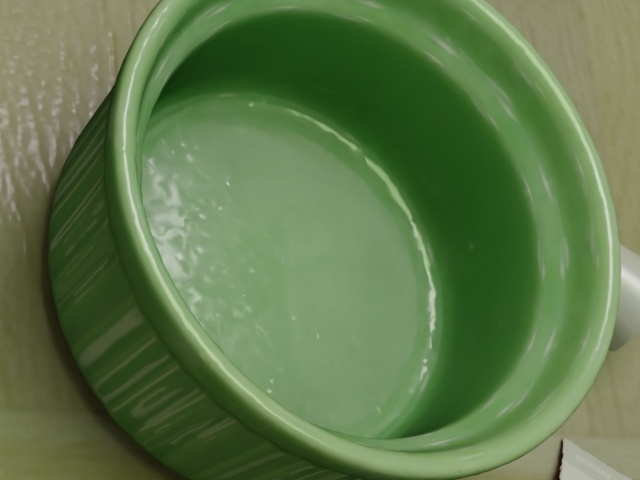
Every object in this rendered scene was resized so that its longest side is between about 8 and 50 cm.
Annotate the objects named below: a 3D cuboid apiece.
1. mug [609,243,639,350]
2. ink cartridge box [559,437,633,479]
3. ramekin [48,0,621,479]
[{"bbox_3d":[0.182,0.028,1.109,0.064,0.078,0.062,39,86,-1],"label":"mug"},{"bbox_3d":[0.193,0.252,1.038,0.181,0.056,0.225,33,37,-15],"label":"ink cartridge box"},{"bbox_3d":[0.000,0.000,0.943,0.303,0.148,0.303,13,63,-26],"label":"ramekin"}]
